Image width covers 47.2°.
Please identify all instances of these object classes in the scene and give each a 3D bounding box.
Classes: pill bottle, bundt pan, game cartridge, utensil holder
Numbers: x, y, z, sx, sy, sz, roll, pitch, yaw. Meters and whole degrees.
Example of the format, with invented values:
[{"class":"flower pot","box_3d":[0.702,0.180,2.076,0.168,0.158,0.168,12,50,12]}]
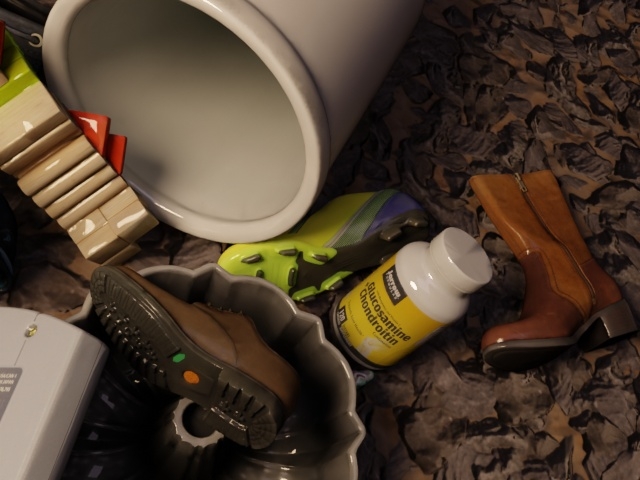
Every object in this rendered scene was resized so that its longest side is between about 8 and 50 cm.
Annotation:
[{"class":"pill bottle","box_3d":[0.105,0.066,0.844,0.103,0.184,0.103,26,40,-25]},{"class":"bundt pan","box_3d":[-0.130,0.194,0.739,0.331,0.124,0.330,8,61,-15]},{"class":"game cartridge","box_3d":[-0.321,0.153,0.635,0.297,0.062,0.198,-5,50,29]},{"class":"utensil holder","box_3d":[-0.071,-0.242,0.872,0.328,0.327,0.385,32,51,0]}]

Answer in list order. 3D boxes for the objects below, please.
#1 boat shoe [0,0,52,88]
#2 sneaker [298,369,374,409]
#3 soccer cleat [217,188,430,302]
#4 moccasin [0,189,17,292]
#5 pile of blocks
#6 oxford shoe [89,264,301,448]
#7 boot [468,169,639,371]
[{"class":"boat shoe","box_3d":[-0.476,-0.324,0.819,0.500,0.156,0.187,40,19,-10]},{"class":"sneaker","box_3d":[0.011,0.151,0.861,0.098,0.038,0.069,-15,69,-26]},{"class":"soccer cleat","box_3d":[0.000,0.001,0.929,0.289,0.093,0.121,-15,38,-21]},{"class":"moccasin","box_3d":[-0.355,-0.020,0.659,0.138,0.342,0.116,-23,79,3]},{"class":"pile of blocks","box_3d":[-0.284,-0.122,0.761,0.113,0.362,0.149,-36,41,-3]},{"class":"oxford shoe","box_3d":[-0.117,0.094,0.691,0.227,0.083,0.096,38,38,4]},{"class":"boot","box_3d":[0.277,0.022,0.992,0.264,0.096,0.280,-11,66,-24]}]
